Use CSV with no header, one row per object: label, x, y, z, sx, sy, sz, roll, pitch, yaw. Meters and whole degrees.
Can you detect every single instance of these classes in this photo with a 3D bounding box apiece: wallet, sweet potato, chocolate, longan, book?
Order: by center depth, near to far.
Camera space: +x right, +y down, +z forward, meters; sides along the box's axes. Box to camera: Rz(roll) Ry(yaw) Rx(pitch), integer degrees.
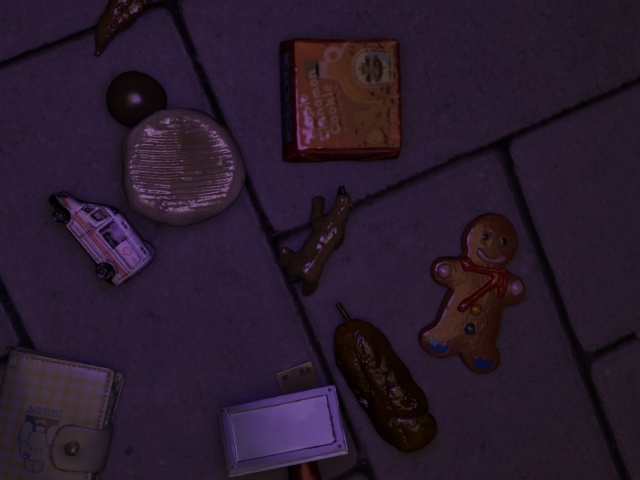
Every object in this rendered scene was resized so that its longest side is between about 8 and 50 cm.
longan,-0.335,-0.254,1.338,0.114,0.092,0.113,-2,95,-27
sweet potato,-0.358,-0.424,1.341,0.068,0.060,0.206,43,98,24
wallet,-0.507,0.370,1.366,0.224,0.077,0.309,14,91,-6
chocolate,0.043,-0.268,1.391,0.235,0.108,0.237,-1,95,-7
book,-0.037,0.303,1.461,0.077,0.014,0.110,-18,96,-6

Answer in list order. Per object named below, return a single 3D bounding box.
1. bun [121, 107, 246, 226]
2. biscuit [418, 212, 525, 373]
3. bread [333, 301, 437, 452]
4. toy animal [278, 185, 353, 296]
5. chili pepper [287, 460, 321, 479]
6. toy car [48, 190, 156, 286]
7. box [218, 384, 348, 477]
bun,-0.250,-0.132,1.337,0.231,0.133,0.230,0,88,-4
biscuit,0.317,0.100,1.491,0.206,0.049,0.323,20,89,-9
bread,0.118,0.272,1.449,0.124,0.084,0.343,-32,98,-6
toy animal,0.000,0.000,1.403,0.103,0.101,0.218,32,88,-8
chili pepper,-0.058,0.555,1.449,0.137,0.092,0.368,13,84,9
toy car,-0.401,-0.018,1.344,0.108,0.089,0.209,-38,100,-5
box,-0.069,0.362,1.390,0.225,0.086,0.129,-11,73,-2
